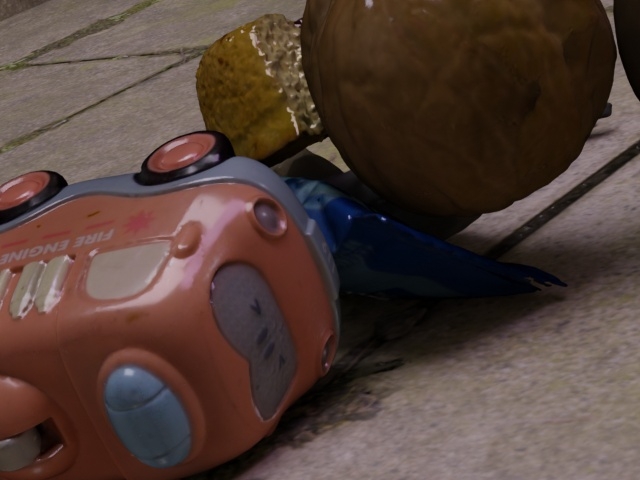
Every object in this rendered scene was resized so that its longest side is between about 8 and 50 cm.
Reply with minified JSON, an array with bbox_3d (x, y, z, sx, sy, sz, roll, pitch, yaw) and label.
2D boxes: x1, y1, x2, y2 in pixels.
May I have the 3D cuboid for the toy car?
[{"bbox_3d":[-0.128,0.066,1.011,0.271,0.180,0.212,-12,30,19],"label":"toy car"}]

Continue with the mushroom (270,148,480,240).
[{"bbox_3d":[0.039,-0.039,1.277,0.099,0.096,0.278,-15,6,-33],"label":"mushroom"}]

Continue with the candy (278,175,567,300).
[{"bbox_3d":[0.000,0.000,1.146,0.187,0.077,0.331,18,-5,-40],"label":"candy"}]

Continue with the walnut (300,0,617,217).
[{"bbox_3d":[0.088,-0.129,1.068,0.228,0.228,0.228,-15,18,5],"label":"walnut"}]

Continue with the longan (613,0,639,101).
[{"bbox_3d":[0.358,-0.169,1.045,0.319,0.319,0.319,-15,18,5],"label":"longan"}]

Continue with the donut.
[{"bbox_3d":[-0.020,-0.130,1.275,0.151,0.112,0.295,-23,2,33],"label":"donut"}]

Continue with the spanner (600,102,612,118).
[{"bbox_3d":[0.150,-0.104,1.356,0.255,0.015,0.054,-5,-7,-30],"label":"spanner"}]
